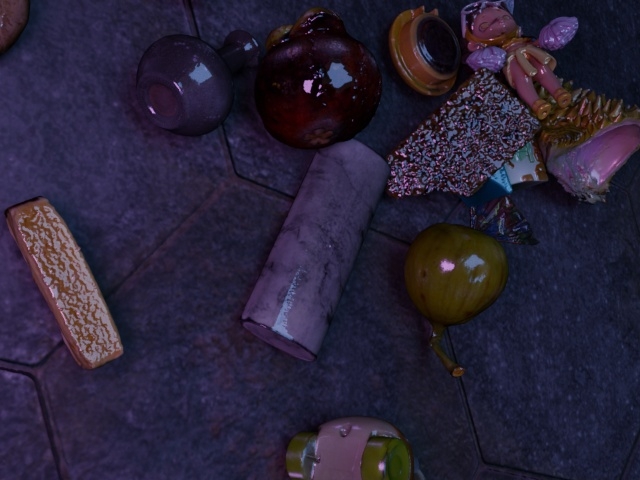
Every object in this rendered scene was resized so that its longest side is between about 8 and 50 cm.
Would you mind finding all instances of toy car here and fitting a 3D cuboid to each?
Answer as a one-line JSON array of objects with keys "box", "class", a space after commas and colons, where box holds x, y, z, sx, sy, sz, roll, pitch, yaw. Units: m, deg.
[{"box": [0.069, 0.337, 0.889, 0.235, 0.145, 0.234, 13, 74, -53], "class": "toy car"}]

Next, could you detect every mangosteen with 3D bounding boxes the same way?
[{"box": [-0.008, -0.211, 0.915, 0.166, 0.166, 0.180, -5, 74, -35], "class": "mangosteen"}]

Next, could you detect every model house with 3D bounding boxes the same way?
[{"box": [0.257, -0.125, 1.113, 0.149, 0.100, 0.127, -14, 86, -29], "class": "model house"}]

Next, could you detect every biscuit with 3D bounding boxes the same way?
[{"box": [-0.270, 0.046, 0.748, 0.052, 0.056, 0.187, -28, 95, -37], "class": "biscuit"}, {"box": [0.199, -0.132, 1.041, 0.237, 0.026, 0.131, -44, 88, -3], "class": "biscuit"}]

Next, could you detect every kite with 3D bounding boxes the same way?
[{"box": [0.293, -0.071, 1.186, 0.232, 0.009, 0.189, 52, 57, -14], "class": "kite"}]

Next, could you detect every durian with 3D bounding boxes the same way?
[{"box": [0.422, -0.202, 1.220, 0.305, 0.185, 0.195, 10, 39, -44], "class": "durian"}]

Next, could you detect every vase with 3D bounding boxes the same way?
[{"box": [-0.138, -0.201, 0.864, 0.120, 0.120, 0.183, 56, 41, -12], "class": "vase"}]

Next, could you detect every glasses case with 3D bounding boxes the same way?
[{"box": [0.000, 0.000, 0.938, 0.114, 0.060, 0.299, 33, 63, -20], "class": "glasses case"}]

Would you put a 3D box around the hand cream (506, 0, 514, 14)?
[{"box": [0.335, -0.404, 1.284, 0.030, 0.019, 0.093, 15, 79, -33], "class": "hand cream"}]

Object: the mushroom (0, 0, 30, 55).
[{"box": [-0.365, -0.292, 0.743, 0.094, 0.072, 0.209, -23, 93, -47], "class": "mushroom"}]

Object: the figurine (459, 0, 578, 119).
[{"box": [0.304, -0.289, 1.123, 0.175, 0.240, 0.115, -23, 134, -4], "class": "figurine"}]

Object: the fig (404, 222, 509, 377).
[{"box": [0.191, 0.067, 1.024, 0.142, 0.148, 0.186, -21, 131, -49], "class": "fig"}]

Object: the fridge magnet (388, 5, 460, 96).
[{"box": [0.166, -0.295, 1.113, 0.143, 0.063, 0.142, 11, 71, -35], "class": "fridge magnet"}]
